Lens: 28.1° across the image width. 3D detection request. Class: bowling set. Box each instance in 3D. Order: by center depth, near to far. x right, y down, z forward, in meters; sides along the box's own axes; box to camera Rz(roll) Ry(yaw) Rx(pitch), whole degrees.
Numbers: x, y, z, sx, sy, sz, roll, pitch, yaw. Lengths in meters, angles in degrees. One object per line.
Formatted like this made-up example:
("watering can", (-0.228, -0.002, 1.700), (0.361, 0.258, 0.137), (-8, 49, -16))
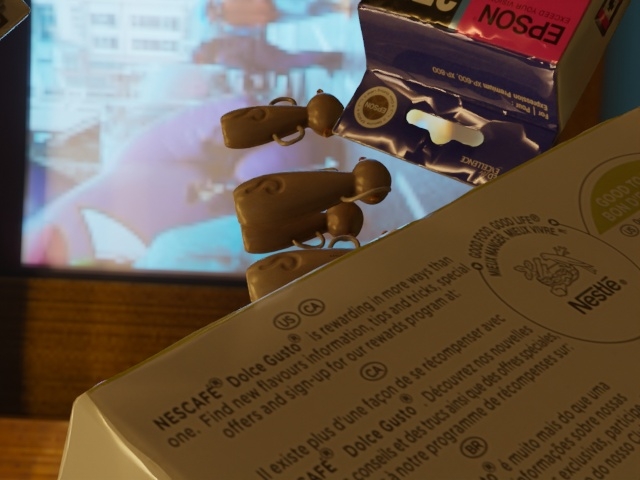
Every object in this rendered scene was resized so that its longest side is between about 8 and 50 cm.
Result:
("bowling set", (0.000, 0.000, 1.273), (0.200, 0.154, 0.287), (82, 177, -49))

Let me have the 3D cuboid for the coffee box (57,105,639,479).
("coffee box", (0.113, 0.200, 0.487), (0.338, 0.334, 0.338), (-27, -34, -44))

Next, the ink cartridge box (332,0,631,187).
("ink cartridge box", (0.153, -0.222, 0.948), (0.371, 0.175, 0.069), (-62, -32, -6))

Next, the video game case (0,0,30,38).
("video game case", (-0.369, -0.203, 1.082), (0.190, 0.173, 0.022), (-50, 17, -28))
